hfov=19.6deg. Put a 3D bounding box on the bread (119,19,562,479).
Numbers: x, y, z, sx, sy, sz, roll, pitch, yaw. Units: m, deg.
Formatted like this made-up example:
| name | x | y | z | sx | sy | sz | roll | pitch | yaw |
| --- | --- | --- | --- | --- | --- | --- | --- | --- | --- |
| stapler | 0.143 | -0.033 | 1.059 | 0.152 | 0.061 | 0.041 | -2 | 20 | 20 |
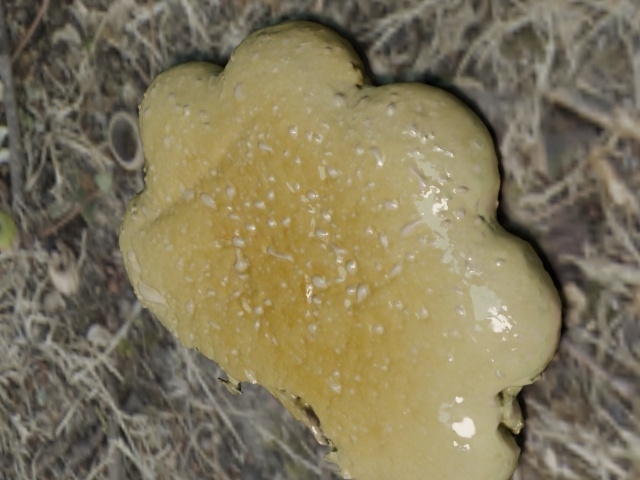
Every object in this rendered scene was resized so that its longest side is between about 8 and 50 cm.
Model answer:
| name | x | y | z | sx | sy | sz | roll | pitch | yaw |
| --- | --- | --- | --- | --- | --- | --- | --- | --- | --- |
| bread | 0.000 | 0.000 | 0.836 | 0.251 | 0.039 | 0.182 | 34 | 124 | 31 |
